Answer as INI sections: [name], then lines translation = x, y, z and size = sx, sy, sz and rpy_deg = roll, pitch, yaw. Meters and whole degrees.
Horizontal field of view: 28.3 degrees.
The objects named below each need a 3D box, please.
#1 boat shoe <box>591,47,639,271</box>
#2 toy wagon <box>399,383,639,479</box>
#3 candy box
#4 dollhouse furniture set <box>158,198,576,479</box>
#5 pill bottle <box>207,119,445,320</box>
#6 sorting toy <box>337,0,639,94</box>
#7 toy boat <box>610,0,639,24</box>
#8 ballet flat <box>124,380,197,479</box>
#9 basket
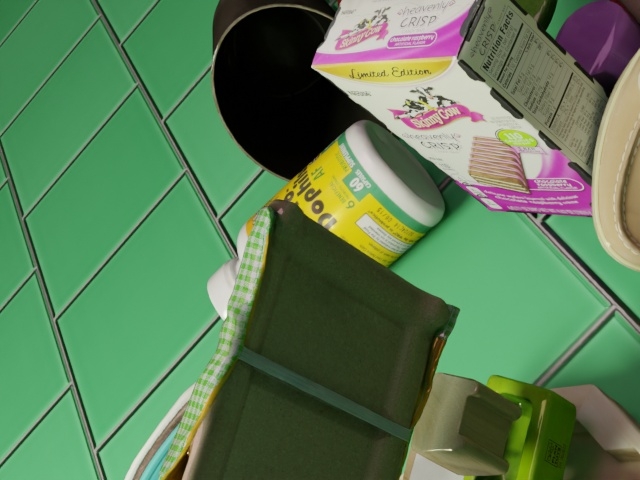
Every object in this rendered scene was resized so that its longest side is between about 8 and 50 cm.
[boat shoe]
translation = 0.278, -0.118, 0.874
size = 0.098, 0.109, 0.302
rpy_deg = -102, 37, -84
[toy wagon]
translation = 0.120, 0.264, 0.832
size = 0.267, 0.068, 0.344
rpy_deg = -15, 52, 42
[candy box]
translation = 0.130, -0.101, 0.971
size = 0.159, 0.233, 0.071
rpy_deg = 6, 66, 51
[dollhouse furniture set]
translation = -0.003, 0.127, 0.762
size = 0.151, 0.301, 0.198
rpy_deg = -3, 63, 45
[pill bottle]
translation = 0.000, 0.000, 1.139
size = 0.208, 0.117, 0.117
rpy_deg = -42, 38, 18
[sorting toy]
translation = 0.164, -0.183, 1.107
size = 0.365, 0.126, 0.127
rpy_deg = 34, 94, 50
[toy boat]
translation = 0.322, -0.265, 0.991
size = 0.231, 0.151, 0.151
rpy_deg = -39, 10, 22
[ballet flat]
translation = -0.137, 0.271, 1.086
size = 0.139, 0.139, 0.400
rpy_deg = 8, 69, 51
[basket]
translation = -0.034, -0.182, 1.286
size = 0.154, 0.204, 0.227
rpy_deg = -39, 27, 9
